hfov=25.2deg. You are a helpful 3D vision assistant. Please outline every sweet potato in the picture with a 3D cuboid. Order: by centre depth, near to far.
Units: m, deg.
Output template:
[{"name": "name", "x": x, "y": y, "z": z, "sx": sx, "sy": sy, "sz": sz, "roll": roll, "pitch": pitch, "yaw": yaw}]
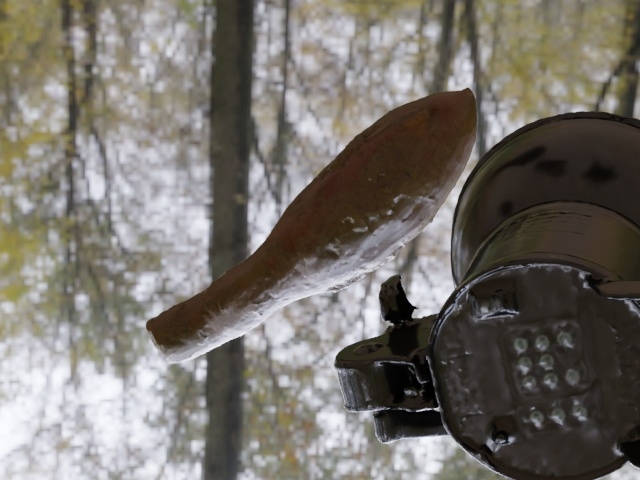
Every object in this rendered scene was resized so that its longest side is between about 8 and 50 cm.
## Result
[{"name": "sweet potato", "x": 0.000, "y": 0.000, "z": 1.313, "sx": 0.385, "sy": 0.109, "sz": 0.109, "roll": -40, "pitch": -159, "yaw": 10}]

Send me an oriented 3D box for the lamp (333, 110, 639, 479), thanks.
[{"name": "lamp", "x": 0.102, "y": 0.034, "z": 0.646, "sx": 0.172, "sy": 0.147, "sz": 0.227, "roll": -8, "pitch": -167, "yaw": 19}]
